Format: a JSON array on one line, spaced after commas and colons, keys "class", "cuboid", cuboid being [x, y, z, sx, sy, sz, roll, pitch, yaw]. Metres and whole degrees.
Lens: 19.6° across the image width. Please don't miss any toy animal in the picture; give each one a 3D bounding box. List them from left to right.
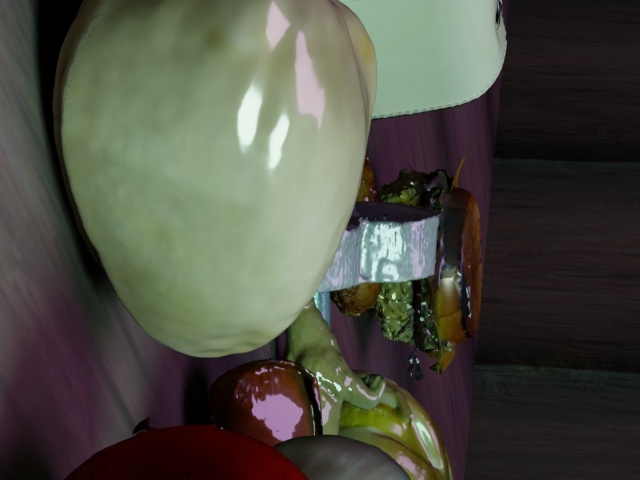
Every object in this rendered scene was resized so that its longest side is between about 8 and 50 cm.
[{"class": "toy animal", "cuboid": [-0.008, 0.151, 1.778, 0.101, 0.103, 0.219, 21, 73, -43]}]

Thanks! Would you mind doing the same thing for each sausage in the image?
[{"class": "sausage", "cuboid": [-0.048, 0.241, 1.531, 0.102, 0.102, 0.330, -67, 157, -63]}]

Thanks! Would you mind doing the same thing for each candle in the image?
[{"class": "candle", "cuboid": [0.000, 0.000, 1.636, 0.168, 0.192, 0.068, 15, -73, 55]}]

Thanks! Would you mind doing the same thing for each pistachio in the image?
[{"class": "pistachio", "cuboid": [-0.066, -0.062, 1.157, 0.193, 0.214, 0.318, 46, -37, 43]}]

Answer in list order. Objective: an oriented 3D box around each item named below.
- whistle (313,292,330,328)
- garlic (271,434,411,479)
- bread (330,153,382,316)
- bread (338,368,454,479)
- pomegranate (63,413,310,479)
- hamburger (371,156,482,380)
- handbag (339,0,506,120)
[{"class": "whistle", "cuboid": [-0.007, 0.060, 1.866, 0.039, 0.039, 0.186, -56, 147, -71]}, {"class": "garlic", "cuboid": [-0.033, 0.259, 1.330, 0.292, 0.210, 0.237, -4, 90, -71]}, {"class": "bread", "cuboid": [0.025, -0.015, 1.935, 0.193, 0.064, 0.193, 174, -90, -86]}, {"class": "bread", "cuboid": [0.062, 0.301, 1.961, 0.333, 0.160, 0.333, 3, 90, -78]}, {"class": "pomegranate", "cuboid": [-0.083, 0.221, 1.071, 0.210, 0.210, 0.235, -42, 150, -76]}, {"class": "hamburger", "cuboid": [0.126, 0.033, 2.305, 0.262, 0.138, 0.243, -78, 164, -45]}, {"class": "handbag", "cuboid": [0.014, -0.256, 1.371, 0.358, 0.236, 0.160, 78, 16, -53]}]
